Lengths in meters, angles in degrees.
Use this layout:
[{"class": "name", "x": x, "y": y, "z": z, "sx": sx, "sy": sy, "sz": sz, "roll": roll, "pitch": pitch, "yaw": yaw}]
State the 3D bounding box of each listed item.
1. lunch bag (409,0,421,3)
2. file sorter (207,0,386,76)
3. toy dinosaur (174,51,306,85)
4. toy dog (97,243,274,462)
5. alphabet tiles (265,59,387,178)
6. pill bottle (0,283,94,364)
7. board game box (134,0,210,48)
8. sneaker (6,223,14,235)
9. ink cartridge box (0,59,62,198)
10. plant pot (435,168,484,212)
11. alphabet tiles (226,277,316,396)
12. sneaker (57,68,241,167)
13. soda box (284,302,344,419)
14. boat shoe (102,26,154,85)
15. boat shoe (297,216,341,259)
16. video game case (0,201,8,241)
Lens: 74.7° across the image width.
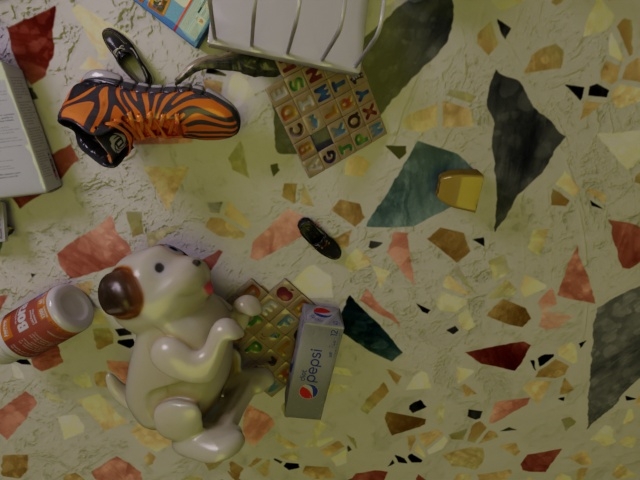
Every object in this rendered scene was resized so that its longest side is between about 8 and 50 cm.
[{"class": "lunch bag", "x": 0.178, "y": -0.560, "z": 0.732, "sx": 0.176, "sy": 0.090, "sz": 0.219, "roll": -38, "pitch": 109, "yaw": 7}, {"class": "file sorter", "x": -0.036, "y": -0.418, "z": 0.689, "sx": 0.278, "sy": 0.173, "sz": 0.192, "roll": 6, "pitch": 91, "yaw": -12}, {"class": "toy dinosaur", "x": -0.142, "y": -0.357, "z": 0.794, "sx": 0.269, "sy": 0.064, "sz": 0.118, "roll": -6, "pitch": 84, "yaw": -14}, {"class": "toy dog", "x": -0.312, "y": 0.204, "z": 0.928, "sx": 0.396, "sy": 0.284, "sz": 0.407, "roll": -2, "pitch": 109, "yaw": 23}, {"class": "alphabet tiles", "x": 0.012, "y": -0.273, "z": 0.833, "sx": 0.198, "sy": 0.009, "sz": 0.237, "roll": -32, "pitch": 117, "yaw": -9}, {"class": "pill bottle", "x": -0.653, "y": 0.199, "z": 0.970, "sx": 0.216, "sy": 0.121, "sz": 0.121, "roll": -28, "pitch": 110, "yaw": 8}, {"class": "board game box", "x": -0.276, "y": -0.489, "z": 0.765, "sx": 0.212, "sy": 0.039, "sz": 0.160, "roll": 35, "pitch": 106, "yaw": -15}, {"class": "sneaker", "x": -0.726, "y": -0.014, "z": 0.937, "sx": 0.083, "sy": 0.031, "sz": 0.035, "roll": -33, "pitch": 95, "yaw": 6}, {"class": "ink cartridge box", "x": -0.735, "y": -0.237, "z": 0.827, "sx": 0.325, "sy": 0.071, "sz": 0.329, "roll": -7, "pitch": 110, "yaw": -1}, {"class": "plant pot", "x": 0.298, "y": -0.115, "z": 0.916, "sx": 0.083, "sy": 0.081, "sz": 0.081, "roll": 8, "pitch": 111, "yaw": 7}, {"class": "alphabet tiles", "x": -0.149, "y": 0.258, "z": 1.074, "sx": 0.342, "sy": 0.011, "sz": 0.285, "roll": -42, "pitch": 107, "yaw": 13}, {"class": "sneaker", "x": -0.321, "y": -0.206, "z": 0.784, "sx": 0.322, "sy": 0.180, "sz": 0.124, "roll": 8, "pitch": 143, "yaw": 1}, {"class": "soda box", "x": -0.021, "y": 0.304, "z": 1.043, "sx": 0.098, "sy": 0.091, "sz": 0.286, "roll": 8, "pitch": 111, "yaw": -7}, {"class": "boat shoe", "x": -0.377, "y": -0.354, "z": 0.813, "sx": 0.046, "sy": 0.038, "sz": 0.125, "roll": -30, "pitch": 110, "yaw": 9}, {"class": "boat shoe", "x": -0.001, "y": 0.001, "z": 0.966, "sx": 0.049, "sy": 0.042, "sz": 0.133, "roll": -42, "pitch": 109, "yaw": 10}, {"class": "video game case", "x": -0.743, "y": -0.041, "z": 0.914, "sx": 0.122, "sy": 0.011, "sz": 0.087, "roll": 1, "pitch": 96, "yaw": 4}]
